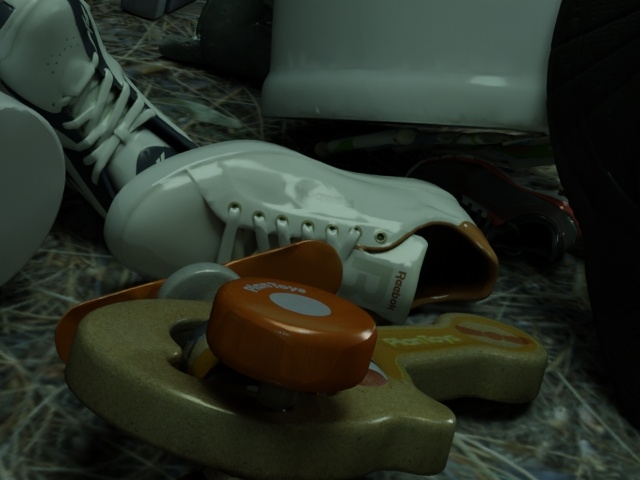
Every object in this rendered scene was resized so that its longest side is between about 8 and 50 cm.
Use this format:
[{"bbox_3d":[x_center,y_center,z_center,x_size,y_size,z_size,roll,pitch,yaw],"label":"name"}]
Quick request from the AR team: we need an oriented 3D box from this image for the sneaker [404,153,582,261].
[{"bbox_3d":[0.138,-0.024,1.075,0.158,0.061,0.065,16,38,16],"label":"sneaker"}]

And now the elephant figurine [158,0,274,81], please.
[{"bbox_3d":[-0.027,-0.282,1.303,0.169,0.239,0.186,27,29,27],"label":"elephant figurine"}]

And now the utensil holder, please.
[{"bbox_3d":[0.121,-0.289,1.118,0.327,0.385,0.327,3,4,0],"label":"utensil holder"}]

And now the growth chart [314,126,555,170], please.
[{"bbox_3d":[0.136,-0.082,1.143,0.237,0.021,0.172,3,-2,-25],"label":"growth chart"}]

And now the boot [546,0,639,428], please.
[{"bbox_3d":[0.327,-0.044,0.951,0.284,0.138,0.377,4,69,-28],"label":"boot"}]

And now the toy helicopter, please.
[{"bbox_3d":[0.003,0.074,0.780,0.355,0.140,0.235,1,18,-46],"label":"toy helicopter"}]

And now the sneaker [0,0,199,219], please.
[{"bbox_3d":[-0.147,-0.081,0.917,0.153,0.235,0.094,34,65,14],"label":"sneaker"}]

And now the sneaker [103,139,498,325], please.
[{"bbox_3d":[0.000,0.000,0.902,0.290,0.106,0.123,0,26,-28],"label":"sneaker"}]

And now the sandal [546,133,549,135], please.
[{"bbox_3d":[0.345,-0.136,1.339,0.416,0.102,0.169,22,29,13],"label":"sandal"}]

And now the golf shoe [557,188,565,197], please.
[{"bbox_3d":[0.273,0.000,1.093,0.069,0.086,0.176,-44,42,-7],"label":"golf shoe"}]

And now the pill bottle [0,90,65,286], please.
[{"bbox_3d":[-0.313,-0.079,0.853,0.283,0.160,0.160,29,30,29],"label":"pill bottle"}]

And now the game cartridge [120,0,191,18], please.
[{"bbox_3d":[-0.120,-0.410,1.528,0.068,0.230,0.355,19,26,12],"label":"game cartridge"}]
